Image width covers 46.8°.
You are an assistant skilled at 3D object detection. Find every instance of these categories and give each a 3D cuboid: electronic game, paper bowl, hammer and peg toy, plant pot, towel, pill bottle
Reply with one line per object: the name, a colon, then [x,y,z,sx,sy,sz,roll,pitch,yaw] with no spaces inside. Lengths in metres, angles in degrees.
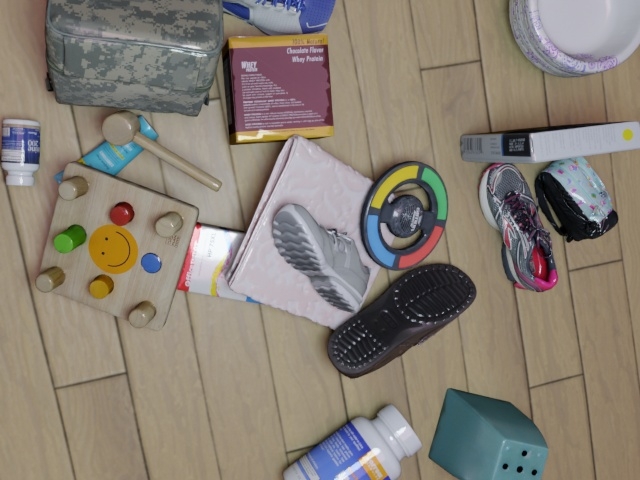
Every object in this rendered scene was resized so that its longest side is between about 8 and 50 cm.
electronic game: [0.175,-0.049,1.514,0.229,0.048,0.229,-12,111,-33]
paper bowl: [0.532,-0.487,1.558,0.284,0.148,0.285,-1,95,-12]
hammer and peg toy: [-0.349,-0.033,1.332,0.265,0.127,0.362,21,106,1]
plant pot: [0.364,0.436,1.554,0.165,0.234,0.166,15,91,-14]
towel: [0.000,0.000,1.467,0.331,0.053,0.317,27,88,-39]
pill bottle: [0.071,0.463,1.529,0.272,0.152,0.152,-35,101,-7]
pill bottle: [-0.556,-0.163,1.371,0.067,0.067,0.120,2,95,-13]

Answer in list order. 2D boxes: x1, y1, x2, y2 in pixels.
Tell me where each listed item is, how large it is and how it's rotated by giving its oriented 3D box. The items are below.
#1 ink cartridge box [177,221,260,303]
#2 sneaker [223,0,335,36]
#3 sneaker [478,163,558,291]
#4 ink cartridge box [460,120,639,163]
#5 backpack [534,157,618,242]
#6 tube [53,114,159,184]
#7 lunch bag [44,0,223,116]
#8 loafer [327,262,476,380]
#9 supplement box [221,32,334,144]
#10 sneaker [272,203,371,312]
ink cartridge box: [-0.207,0.040,1.464,0.230,0.078,0.134,10,94,-14]
sneaker: [-0.119,-0.471,1.389,0.315,0.182,0.128,9,94,-14]
sneaker: [0.440,-0.033,1.594,0.120,0.112,0.299,-25,99,-10]
ink cartridge box: [0.487,-0.202,1.493,0.307,0.303,0.072,-10,98,-13]
backpack: [0.554,-0.095,1.611,0.115,0.152,0.182,-35,89,-14]
tube: [-0.407,-0.157,1.421,0.207,0.052,0.080,-40,91,-1]
lunch bag: [-0.337,-0.337,1.319,0.304,0.256,0.213,4,58,-15]
loafer: [0.164,0.170,1.558,0.365,0.130,0.134,-26,67,-19]
supplement box: [-0.085,-0.291,1.439,0.191,0.129,0.194,-6,97,-13]
sneaker: [0.007,0.016,1.399,0.115,0.105,0.281,-59,136,-24]
